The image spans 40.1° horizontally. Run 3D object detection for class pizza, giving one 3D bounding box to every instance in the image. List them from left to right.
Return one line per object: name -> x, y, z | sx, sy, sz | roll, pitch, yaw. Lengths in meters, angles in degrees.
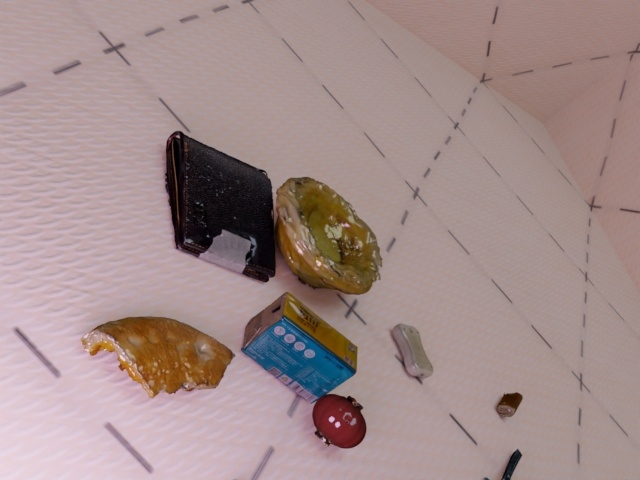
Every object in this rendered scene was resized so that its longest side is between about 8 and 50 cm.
pizza -> -0.227, 0.170, 1.285 | 0.271, 0.056, 0.134 | 7, 48, -54

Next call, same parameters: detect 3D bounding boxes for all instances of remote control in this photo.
remote control -> 0.194, 0.233, 1.851 | 0.074, 0.032, 0.122 | 20, 40, -44

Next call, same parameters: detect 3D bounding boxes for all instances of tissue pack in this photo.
tissue pack -> -0.034, 0.181, 1.486 | 0.169, 0.120, 0.082 | 40, 32, -18

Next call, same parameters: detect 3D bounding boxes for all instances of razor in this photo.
razor -> 0.399, 0.486, 1.851 | 0.066, 0.033, 0.190 | 55, 28, 7

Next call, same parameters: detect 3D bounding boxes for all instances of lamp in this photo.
lamp -> 0.032, 0.303, 1.471 | 0.101, 0.090, 0.101 | 44, -9, 9

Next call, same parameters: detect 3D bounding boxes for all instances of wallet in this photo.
wallet -> -0.181, -0.065, 1.626 | 0.221, 0.071, 0.262 | 26, 44, -40

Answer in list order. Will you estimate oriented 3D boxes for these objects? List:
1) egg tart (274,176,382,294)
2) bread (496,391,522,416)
egg tart -> 0.000, 0.000, 1.745 | 0.288, 0.118, 0.288 | 41, 31, -31
bread -> 0.437, 0.379, 2.025 | 0.083, 0.047, 0.036 | -30, 112, -60
